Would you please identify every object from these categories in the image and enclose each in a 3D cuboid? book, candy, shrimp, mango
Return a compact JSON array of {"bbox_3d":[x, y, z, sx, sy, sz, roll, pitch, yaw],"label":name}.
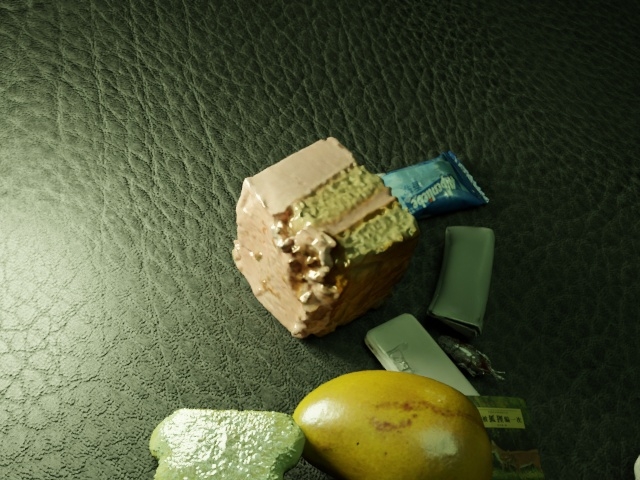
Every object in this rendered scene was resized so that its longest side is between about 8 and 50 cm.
[{"bbox_3d":[0.364,0.420,1.751,0.160,0.024,0.228,8,56,-23],"label":"book"},{"bbox_3d":[0.257,-0.131,2.187,0.331,0.077,0.187,-19,66,-30],"label":"candy"},{"bbox_3d":[0.322,0.256,1.887,0.165,0.065,0.056,37,81,7],"label":"shrimp"},{"bbox_3d":[0.133,0.365,1.622,0.378,0.221,0.264,12,47,8],"label":"mango"}]

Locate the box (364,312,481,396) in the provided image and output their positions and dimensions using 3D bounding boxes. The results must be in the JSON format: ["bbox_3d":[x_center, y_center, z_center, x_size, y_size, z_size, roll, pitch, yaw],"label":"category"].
[{"bbox_3d":[0.223,0.280,1.841,0.142,0.044,0.285,-21,60,-35],"label":"box"}]

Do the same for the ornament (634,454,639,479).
[{"bbox_3d":[0.762,0.475,1.665,0.337,0.337,0.337,10,48,-11],"label":"ornament"}]

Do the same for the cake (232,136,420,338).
[{"bbox_3d":[0.000,0.000,1.828,0.293,0.314,0.307,-27,65,-33],"label":"cake"}]

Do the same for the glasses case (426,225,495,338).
[{"bbox_3d":[0.323,0.094,2.010,0.128,0.083,0.308,17,47,3],"label":"glasses case"}]

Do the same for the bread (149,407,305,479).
[{"bbox_3d":[-0.171,0.393,1.542,0.286,0.056,0.207,-4,52,9],"label":"bread"}]
